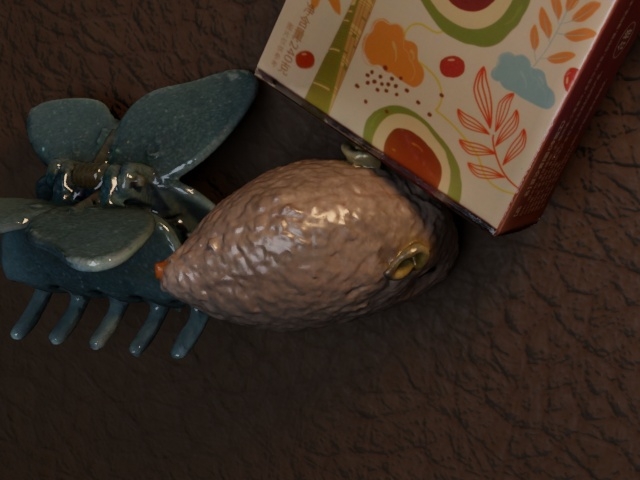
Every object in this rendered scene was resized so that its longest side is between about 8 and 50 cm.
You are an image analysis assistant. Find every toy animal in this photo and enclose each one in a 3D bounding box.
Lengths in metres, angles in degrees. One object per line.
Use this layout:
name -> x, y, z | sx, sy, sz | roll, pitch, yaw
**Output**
toy animal -> -0.006, 0.001, 1.917 | 0.226, 0.358, 0.188 | 116, 138, -62

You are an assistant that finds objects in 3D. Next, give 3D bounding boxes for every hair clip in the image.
hair clip -> -0.254, -0.008, 2.086 | 0.318, 0.392, 0.238 | 3, 129, 26

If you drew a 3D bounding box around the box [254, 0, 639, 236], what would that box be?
box -> 0.155, -0.258, 1.815 | 0.344, 0.122, 0.385 | 35, 115, 22
